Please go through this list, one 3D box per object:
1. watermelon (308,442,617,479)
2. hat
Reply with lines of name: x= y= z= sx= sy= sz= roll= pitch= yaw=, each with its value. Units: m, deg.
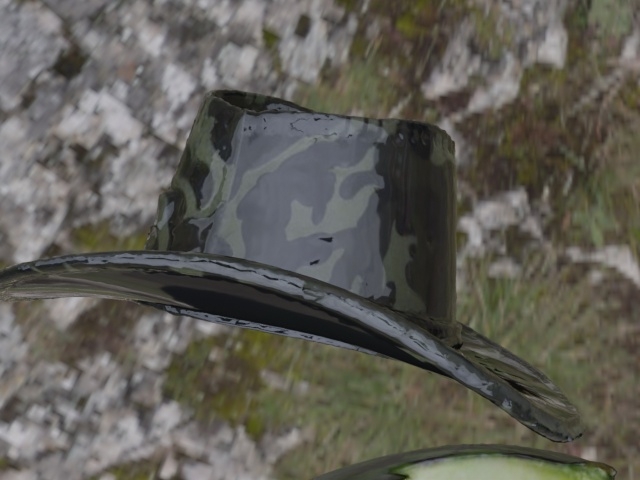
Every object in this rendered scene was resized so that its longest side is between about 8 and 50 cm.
watermelon: x=-0.018 y=0.127 z=0.565 sx=0.145 sy=0.137 sz=0.193 roll=19 pitch=128 yaw=-31
hat: x=0.000 y=0.000 z=0.359 sx=0.121 sy=0.121 sz=0.050 roll=14 pitch=90 yaw=1
